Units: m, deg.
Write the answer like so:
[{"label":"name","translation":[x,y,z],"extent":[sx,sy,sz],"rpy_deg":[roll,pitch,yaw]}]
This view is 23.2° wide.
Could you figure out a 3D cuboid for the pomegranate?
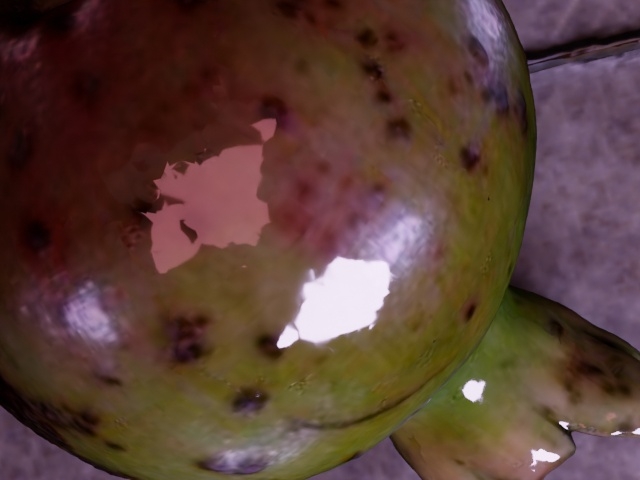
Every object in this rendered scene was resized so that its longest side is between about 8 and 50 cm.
[{"label":"pomegranate","translation":[0.000,-0.016,0.584],"extent":[0.306,0.242,0.242],"rpy_deg":[20,95,-38]}]
